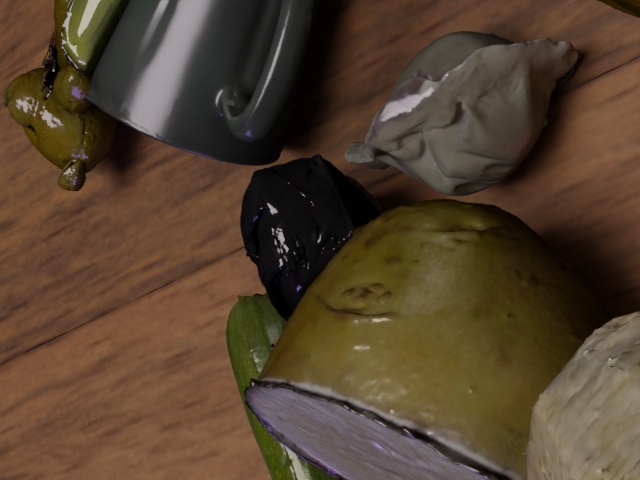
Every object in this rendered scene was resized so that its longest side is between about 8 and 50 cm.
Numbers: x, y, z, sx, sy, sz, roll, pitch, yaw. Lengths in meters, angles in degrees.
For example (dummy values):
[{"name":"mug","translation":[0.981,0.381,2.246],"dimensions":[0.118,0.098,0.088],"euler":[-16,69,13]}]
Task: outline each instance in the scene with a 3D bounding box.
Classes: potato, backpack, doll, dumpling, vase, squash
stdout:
[{"name":"potato","translation":[0.122,0.094,1.292],"dimensions":[0.299,0.246,0.196],"euler":[29,75,14]},{"name":"backpack","translation":[0.001,0.003,1.440],"dimensions":[0.165,0.106,0.120],"euler":[85,163,-74]},{"name":"doll","translation":[-0.214,-0.148,1.654],"dimensions":[0.137,0.097,0.209],"euler":[-95,11,-53]},{"name":"dumpling","translation":[0.089,-0.084,1.358],"dimensions":[0.188,0.127,0.108],"euler":[-28,86,40]},{"name":"vase","translation":[-0.054,-0.199,1.484],"dimensions":[0.301,0.156,0.251],"euler":[-67,28,16]},{"name":"squash","translation":[-0.016,0.147,1.522],"dimensions":[0.069,0.069,0.239],"euler":[-36,69,41]},{"name":"potato","translation":[-0.145,-0.219,1.558],"dimensions":[0.054,0.119,0.198],"euler":[32,89,9]}]

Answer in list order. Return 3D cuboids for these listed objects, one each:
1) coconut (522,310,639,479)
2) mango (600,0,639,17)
[{"name":"coconut","translation":[0.314,0.201,1.003],"dimensions":[0.404,0.404,0.405],"euler":[4,96,45]},{"name":"mango","translation":[0.179,-0.250,1.234],"dimensions":[0.176,0.175,0.329],"euler":[-44,50,-14]}]
